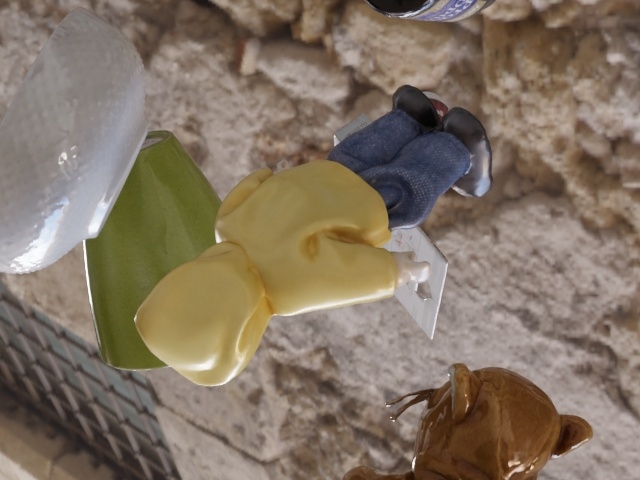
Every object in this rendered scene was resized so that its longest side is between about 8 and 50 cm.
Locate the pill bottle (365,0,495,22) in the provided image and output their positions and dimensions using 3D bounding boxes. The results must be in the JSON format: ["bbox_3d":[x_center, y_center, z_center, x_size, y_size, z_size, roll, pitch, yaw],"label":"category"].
[{"bbox_3d":[0.134,-0.313,1.204,0.123,0.123,0.219,14,-165,28],"label":"pill bottle"}]

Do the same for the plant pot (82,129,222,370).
[{"bbox_3d":[-0.241,-0.004,1.557,0.274,0.293,0.275,-14,-162,5],"label":"plant pot"}]

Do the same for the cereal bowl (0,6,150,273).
[{"bbox_3d":[-0.305,-0.105,1.293,0.141,0.339,0.339,25,-135,-9],"label":"cereal bowl"}]

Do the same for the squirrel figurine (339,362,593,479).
[{"bbox_3d":[0.150,0.324,1.103,0.370,0.281,0.397,-60,-167,2],"label":"squirrel figurine"}]

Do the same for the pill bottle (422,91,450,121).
[{"bbox_3d":[0.158,-0.163,1.573,0.086,0.086,0.152,-6,-150,8],"label":"pill bottle"}]

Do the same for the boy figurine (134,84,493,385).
[{"bbox_3d":[0.000,0.000,0.753,0.285,0.092,0.177,-39,-134,-22],"label":"boy figurine"}]

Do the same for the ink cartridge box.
[{"bbox_3d":[0.110,-0.013,1.468,0.060,0.275,0.239,-35,-112,-15],"label":"ink cartridge box"}]
